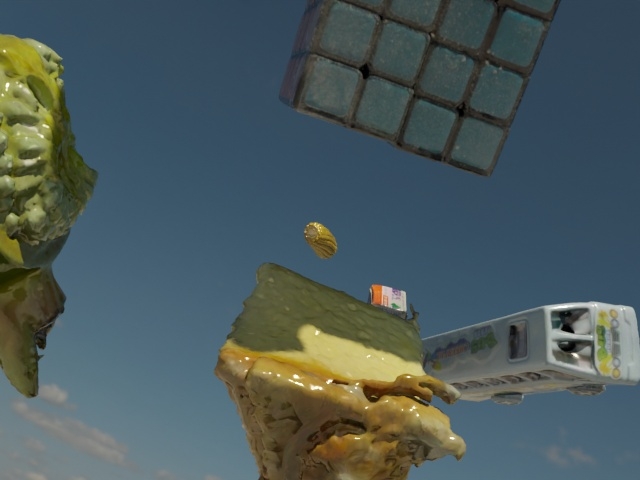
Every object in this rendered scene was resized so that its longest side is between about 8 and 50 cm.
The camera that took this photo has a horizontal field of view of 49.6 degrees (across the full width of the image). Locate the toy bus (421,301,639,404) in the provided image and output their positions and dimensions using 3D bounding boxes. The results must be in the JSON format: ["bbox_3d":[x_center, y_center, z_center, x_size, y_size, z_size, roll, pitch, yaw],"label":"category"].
[{"bbox_3d":[0.265,0.155,0.939,0.135,0.109,0.329,13,-21,-20],"label":"toy bus"}]

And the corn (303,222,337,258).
[{"bbox_3d":[0.000,0.000,0.960,0.037,0.037,0.092,13,-11,19],"label":"corn"}]

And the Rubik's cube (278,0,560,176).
[{"bbox_3d":[0.142,-0.335,1.140,0.337,0.345,0.344,15,14,-10],"label":"Rubik's cube"}]

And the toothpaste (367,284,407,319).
[{"bbox_3d":[0.057,0.146,0.741,0.040,0.047,0.196,8,-66,1],"label":"toothpaste"}]

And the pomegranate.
[{"bbox_3d":[-0.303,-0.031,0.557,0.260,0.260,0.341,-12,-81,46],"label":"pomegranate"}]

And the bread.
[{"bbox_3d":[-0.006,0.103,0.403,0.127,0.147,0.152,21,-67,-5],"label":"bread"}]
